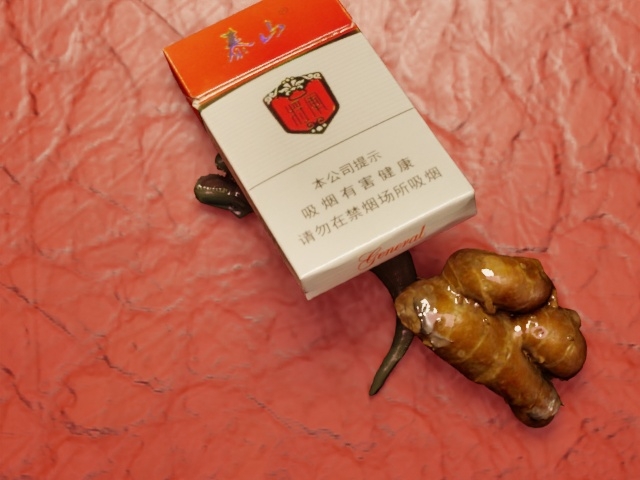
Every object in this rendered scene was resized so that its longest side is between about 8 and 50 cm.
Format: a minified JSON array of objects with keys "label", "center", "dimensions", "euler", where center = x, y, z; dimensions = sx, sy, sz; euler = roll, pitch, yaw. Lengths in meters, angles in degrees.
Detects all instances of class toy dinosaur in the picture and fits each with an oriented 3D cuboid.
[{"label":"toy dinosaur","center":[0.000,0.000,1.309],"dimensions":[0.187,0.087,0.179],"euler":[23,128,16]}]

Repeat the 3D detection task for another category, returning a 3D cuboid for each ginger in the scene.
[{"label":"ginger","center":[0.138,0.061,1.273],"dimensions":[0.162,0.073,0.103],"euler":[40,101,-24]}]

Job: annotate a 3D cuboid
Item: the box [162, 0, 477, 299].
[{"label":"box","center":[-0.005,-0.080,1.230],"dimensions":[0.139,0.035,0.245],"euler":[-26,56,-6]}]
